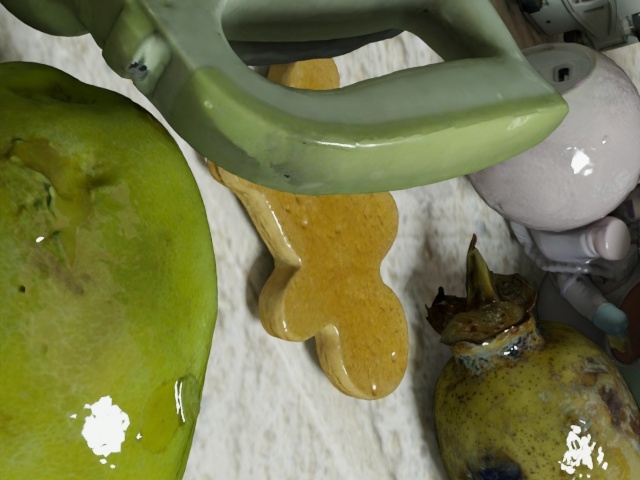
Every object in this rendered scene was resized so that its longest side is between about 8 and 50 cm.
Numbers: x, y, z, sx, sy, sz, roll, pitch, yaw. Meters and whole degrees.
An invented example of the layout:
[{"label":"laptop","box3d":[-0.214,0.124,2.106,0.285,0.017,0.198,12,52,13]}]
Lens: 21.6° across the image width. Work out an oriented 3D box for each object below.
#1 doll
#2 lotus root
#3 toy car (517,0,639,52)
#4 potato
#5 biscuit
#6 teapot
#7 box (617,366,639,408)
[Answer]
[{"label":"doll","box3d":[0.200,-0.012,1.313,0.151,0.151,0.287,-56,137,-41]},{"label":"lotus root","box3d":[0.155,0.133,1.211,0.154,0.154,0.278,-49,123,-45]},{"label":"toy car","box3d":[0.222,-0.226,1.391,0.139,0.112,0.112,50,32,-52]},{"label":"potato","box3d":[-0.135,0.040,0.818,0.186,0.148,0.253,-21,103,-56]},{"label":"biscuit","box3d":[-0.001,0.000,1.105,0.158,0.035,0.240,-43,121,-45]},{"label":"teapot","box3d":[-0.054,-0.157,0.875,0.239,0.239,0.322,-24,94,-39]},{"label":"box","box3d":[0.362,0.136,1.437,0.149,0.226,0.226,26,66,-51]}]
